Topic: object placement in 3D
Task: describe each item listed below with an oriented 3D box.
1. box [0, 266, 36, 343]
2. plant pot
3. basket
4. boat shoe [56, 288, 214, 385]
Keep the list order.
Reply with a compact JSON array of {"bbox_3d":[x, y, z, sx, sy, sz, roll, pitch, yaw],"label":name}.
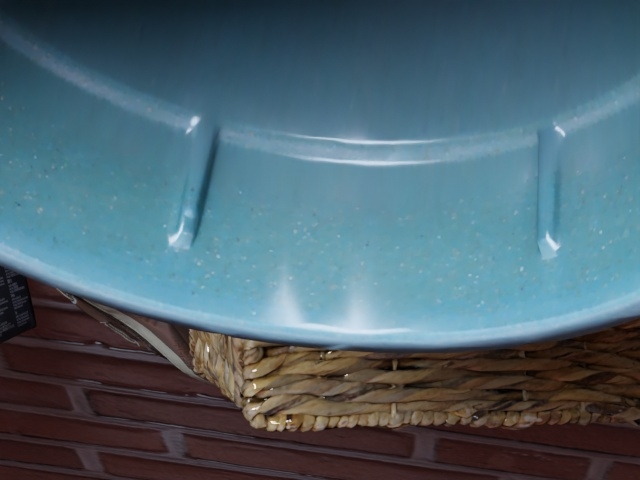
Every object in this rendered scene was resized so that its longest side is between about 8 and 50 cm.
[{"bbox_3d":[-0.412,0.082,1.218,0.318,0.097,0.395,-12,-178,3],"label":"box"},{"bbox_3d":[0.006,-0.179,0.593,0.341,0.334,0.341,7,154,4],"label":"plant pot"},{"bbox_3d":[0.067,0.011,1.117,0.299,0.213,0.223,0,-176,-13],"label":"basket"},{"bbox_3d":[-0.148,0.046,1.383,0.095,0.095,0.257,2,150,45],"label":"boat shoe"}]
